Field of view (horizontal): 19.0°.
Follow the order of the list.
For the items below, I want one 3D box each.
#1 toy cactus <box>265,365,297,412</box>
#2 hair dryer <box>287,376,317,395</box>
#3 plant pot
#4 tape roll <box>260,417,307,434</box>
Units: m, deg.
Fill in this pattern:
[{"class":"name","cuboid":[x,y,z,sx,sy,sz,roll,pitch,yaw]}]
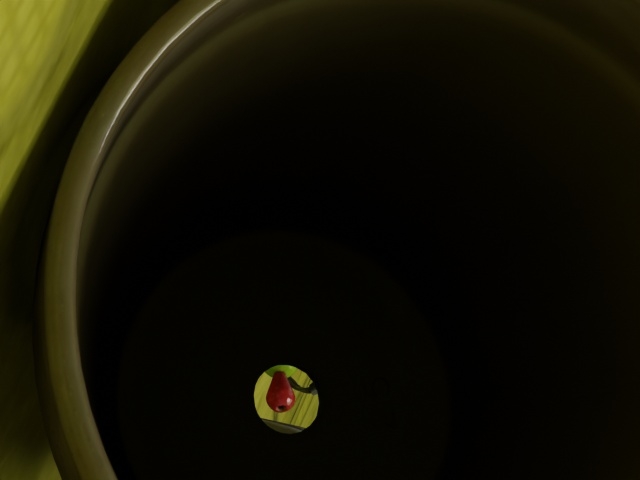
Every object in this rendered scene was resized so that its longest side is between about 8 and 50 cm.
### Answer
[{"class":"toy cactus","cuboid":[0.000,0.000,1.379,0.180,0.112,0.219,-92,-165,-55]},{"class":"hair dryer","cuboid":[0.107,0.056,1.658,0.080,0.293,0.223,30,77,-42]},{"class":"plant pot","cuboid":[0.018,0.055,0.846,0.323,0.323,0.280,-65,-170,-19]},{"class":"tape roll","cuboid":[-0.037,0.224,1.068,0.169,0.246,0.246,59,55,-82]}]
